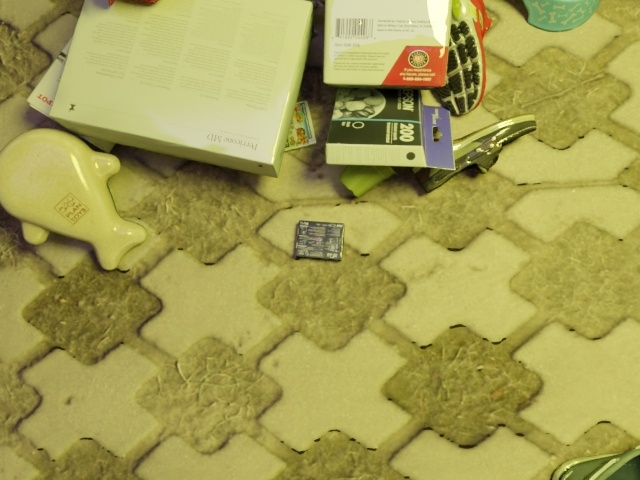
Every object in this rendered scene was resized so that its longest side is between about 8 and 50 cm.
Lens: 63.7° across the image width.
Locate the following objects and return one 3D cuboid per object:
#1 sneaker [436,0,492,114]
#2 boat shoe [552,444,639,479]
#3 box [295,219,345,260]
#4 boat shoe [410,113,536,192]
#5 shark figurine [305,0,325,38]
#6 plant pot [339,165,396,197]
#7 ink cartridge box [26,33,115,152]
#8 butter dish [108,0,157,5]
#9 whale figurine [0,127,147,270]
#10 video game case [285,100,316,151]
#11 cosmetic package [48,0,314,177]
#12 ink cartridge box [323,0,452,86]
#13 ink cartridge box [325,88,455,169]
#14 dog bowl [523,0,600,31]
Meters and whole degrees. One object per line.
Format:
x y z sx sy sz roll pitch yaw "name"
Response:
0.263 -0.367 0.919 0.118 0.107 0.279 -9 93 -36 "sneaker"
0.522 0.353 0.775 0.319 0.099 0.116 -17 79 2 "boat shoe"
0.000 0.000 0.921 0.083 0.018 0.067 4 81 6 "box"
0.270 -0.148 0.895 0.223 0.080 0.073 -22 85 7 "boat shoe"
-0.006 -0.436 0.957 0.278 0.116 0.166 -6 114 12 "shark figurine"
0.077 -0.120 0.910 0.079 0.083 0.083 -44 80 10 "plant pot"
-0.419 -0.292 0.971 0.148 0.086 0.203 32 85 7 "ink cartridge box"
-0.252 -0.436 0.789 0.118 0.160 0.160 22 81 -19 "butter dish"
-0.442 -0.074 0.933 0.216 0.141 0.272 -46 104 -2 "whale figurine"
-0.075 -0.207 0.965 0.122 0.011 0.087 -13 79 3 "video game case"
-0.224 -0.288 0.873 0.377 0.097 0.285 13 81 3 "cosmetic package"
0.109 -0.391 0.840 0.196 0.114 0.273 3 104 4 "ink cartridge box"
0.122 -0.198 0.875 0.208 0.045 0.206 4 43 5 "ink cartridge box"
0.382 -0.509 0.942 0.297 0.074 0.166 32 85 10 "dog bowl"
